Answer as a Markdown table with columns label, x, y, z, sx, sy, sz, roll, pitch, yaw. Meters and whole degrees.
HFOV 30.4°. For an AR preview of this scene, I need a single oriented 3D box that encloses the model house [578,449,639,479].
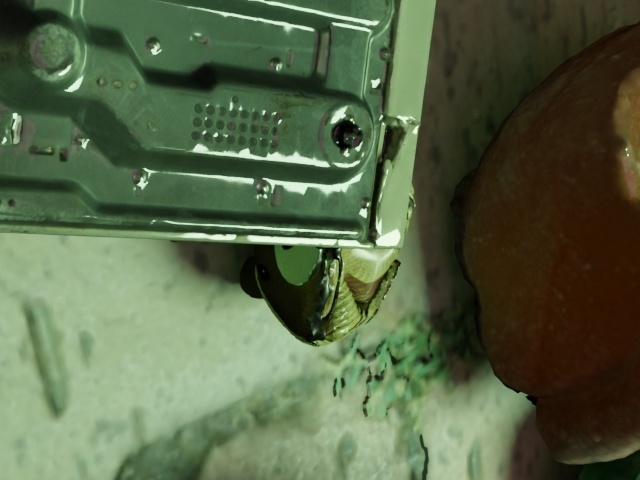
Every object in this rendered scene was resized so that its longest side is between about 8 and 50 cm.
| label | x | y | z | sx | sy | sz | roll | pitch | yaw |
| --- | --- | --- | --- | --- | --- | --- | --- | --- | --- |
| model house | 0.319 | 0.229 | 0.623 | 0.245 | 0.280 | 0.312 | -22 | 114 | -33 |

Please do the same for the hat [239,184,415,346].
| label | x | y | z | sx | sy | sz | roll | pitch | yaw |
| --- | --- | --- | --- | --- | --- | --- | --- | --- | --- |
| hat | 0.000 | 0.000 | 0.502 | 0.076 | 0.059 | 0.077 | -29 | 136 | -50 |

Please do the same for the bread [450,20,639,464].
| label | x | y | z | sx | sy | sz | roll | pitch | yaw |
| --- | --- | --- | --- | --- | --- | --- | --- | --- | --- |
| bread | 0.188 | -0.022 | 0.596 | 0.244 | 0.123 | 0.190 | -33 | 101 | -34 |

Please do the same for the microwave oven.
| label | x | y | z | sx | sy | sz | roll | pitch | yaw |
| --- | --- | --- | --- | --- | --- | --- | --- | --- | --- |
| microwave oven | -0.061 | -0.126 | 0.386 | 0.194 | 0.145 | 0.240 | 3 | 97 | -40 |
